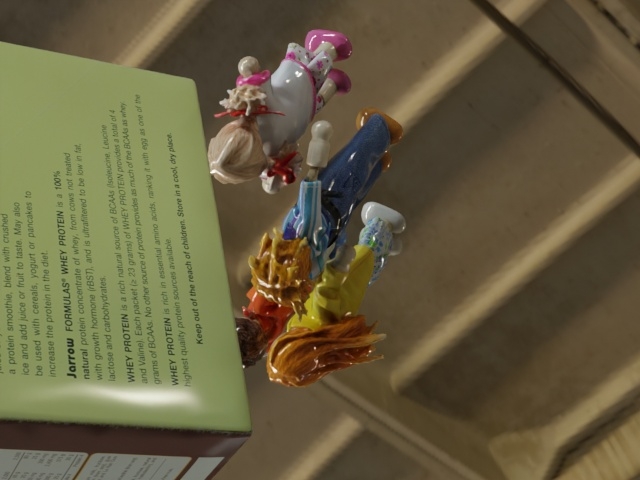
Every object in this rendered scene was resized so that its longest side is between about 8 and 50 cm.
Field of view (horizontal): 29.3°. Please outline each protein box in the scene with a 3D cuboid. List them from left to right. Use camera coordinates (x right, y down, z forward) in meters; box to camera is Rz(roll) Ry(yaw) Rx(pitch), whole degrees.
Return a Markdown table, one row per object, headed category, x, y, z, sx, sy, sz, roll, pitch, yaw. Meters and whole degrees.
| category | x | y | z | sx | sy | sz | roll | pitch | yaw |
| --- | --- | --- | --- | --- | --- | --- | --- | --- | --- |
| protein box | -0.161 | 0.024 | 0.553 | 0.201 | 0.199 | 0.136 | 8 | -38 | -28 |

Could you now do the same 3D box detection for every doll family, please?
| category | x | y | z | sx | sy | sz | roll | pitch | yaw |
| --- | --- | --- | --- | --- | --- | --- | --- | --- | --- |
| doll family | 0.000 | 0.000 | 0.799 | 0.118 | 0.163 | 0.263 | 20 | -44 | 20 |
